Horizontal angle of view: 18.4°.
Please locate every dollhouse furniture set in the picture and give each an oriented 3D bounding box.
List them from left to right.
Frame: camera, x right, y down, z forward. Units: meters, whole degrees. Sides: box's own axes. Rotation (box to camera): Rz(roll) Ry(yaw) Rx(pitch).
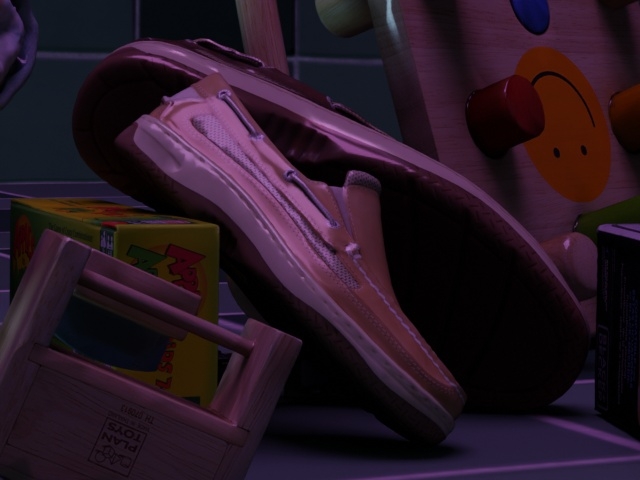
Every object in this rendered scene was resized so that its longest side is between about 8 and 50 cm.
[{"bbox_3d":[-0.128,0.049,0.643,0.183,0.129,0.129,25,-3,-17],"label":"dollhouse furniture set"}]

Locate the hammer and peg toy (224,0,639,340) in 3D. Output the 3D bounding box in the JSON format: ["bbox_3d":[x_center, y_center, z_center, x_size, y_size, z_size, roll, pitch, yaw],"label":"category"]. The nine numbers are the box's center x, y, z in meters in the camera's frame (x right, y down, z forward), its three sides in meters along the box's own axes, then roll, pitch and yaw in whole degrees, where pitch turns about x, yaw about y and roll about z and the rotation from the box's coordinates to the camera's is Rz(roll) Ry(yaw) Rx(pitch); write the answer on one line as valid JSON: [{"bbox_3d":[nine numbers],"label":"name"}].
[{"bbox_3d":[0.096,-0.070,1.100,0.127,0.266,0.361,-20,-11,39],"label":"hammer and peg toy"}]

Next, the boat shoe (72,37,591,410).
[{"bbox_3d":[0.015,-0.020,0.914,0.257,0.095,0.095,34,21,0],"label":"boat shoe"}]

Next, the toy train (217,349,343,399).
[{"bbox_3d":[0.001,0.060,0.919,0.158,0.027,0.036,-2,2,-29],"label":"toy train"}]

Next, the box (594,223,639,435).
[{"bbox_3d":[0.223,0.046,0.755,0.169,0.087,0.290,0,5,-7],"label":"box"}]

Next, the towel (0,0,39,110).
[{"bbox_3d":[-0.341,-0.073,0.846,0.320,0.090,0.374,0,8,19],"label":"towel"}]

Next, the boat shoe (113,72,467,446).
[{"bbox_3d":[0.000,0.000,0.816,0.072,0.190,0.068,-41,-15,-13],"label":"boat shoe"}]

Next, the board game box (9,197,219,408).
[{"bbox_3d":[-0.092,0.033,0.840,0.043,0.092,0.181,0,5,-22],"label":"board game box"}]
